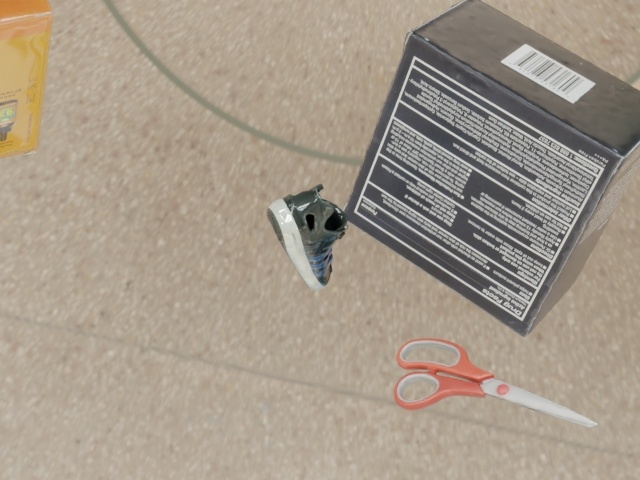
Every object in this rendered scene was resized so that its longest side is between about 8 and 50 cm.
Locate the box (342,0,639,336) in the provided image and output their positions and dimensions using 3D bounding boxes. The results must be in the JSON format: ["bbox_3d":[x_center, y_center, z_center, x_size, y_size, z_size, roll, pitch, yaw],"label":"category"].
[{"bbox_3d":[0.223,-0.096,1.526,0.296,0.183,0.294,34,129,16],"label":"box"}]

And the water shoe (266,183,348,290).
[{"bbox_3d":[0.000,0.000,1.413,0.080,0.203,0.073,-27,69,2],"label":"water shoe"}]

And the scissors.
[{"bbox_3d":[0.226,0.183,1.590,0.297,0.109,0.021,1,144,31],"label":"scissors"}]

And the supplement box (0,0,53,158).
[{"bbox_3d":[-0.319,-0.171,1.204,0.078,0.080,0.233,-16,154,-26],"label":"supplement box"}]
